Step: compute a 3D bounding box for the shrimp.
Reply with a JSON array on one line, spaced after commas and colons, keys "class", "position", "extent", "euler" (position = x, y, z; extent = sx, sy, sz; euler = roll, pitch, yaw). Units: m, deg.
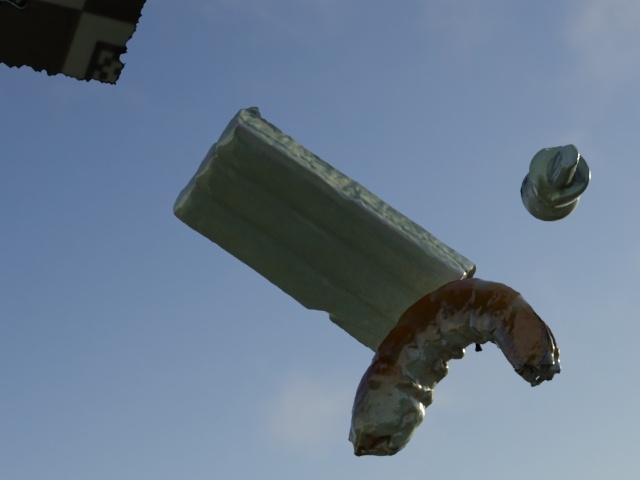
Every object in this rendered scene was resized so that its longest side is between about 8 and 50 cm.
[{"class": "shrimp", "position": [0.100, 0.104, 1.176], "extent": [0.049, 0.161, 0.166], "euler": [37, -12, -38]}]

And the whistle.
[{"class": "whistle", "position": [0.134, -0.034, 0.911], "extent": [0.035, 0.035, 0.100], "euler": [-12, -13, -2]}]

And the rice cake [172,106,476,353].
[{"class": "rice cake", "position": [0.000, 0.000, 1.297], "extent": [0.127, 0.237, 0.043], "euler": [-56, -5, 33]}]

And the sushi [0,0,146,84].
[{"class": "sushi", "position": [-0.244, -0.327, 1.229], "extent": [0.296, 0.100, 0.373], "euler": [7, -67, -35]}]
